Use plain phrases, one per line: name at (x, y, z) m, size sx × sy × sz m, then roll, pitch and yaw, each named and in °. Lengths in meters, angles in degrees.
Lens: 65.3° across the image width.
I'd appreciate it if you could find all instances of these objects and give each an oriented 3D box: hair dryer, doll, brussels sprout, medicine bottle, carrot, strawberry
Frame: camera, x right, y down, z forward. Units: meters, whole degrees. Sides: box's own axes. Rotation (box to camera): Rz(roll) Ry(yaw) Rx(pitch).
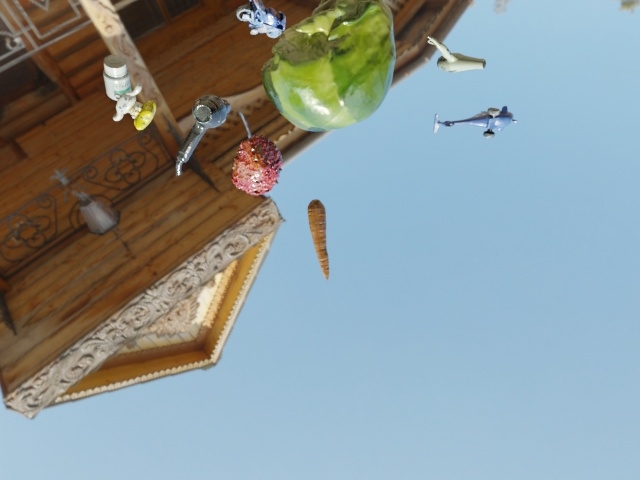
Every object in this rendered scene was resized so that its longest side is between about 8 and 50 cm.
hair dryer at (-0.360, -0.306, 1.448) m, size 0.271 × 0.091 × 0.235 m, roll -50°, pitch -170°, yaw 17°
doll at (-0.522, -0.382, 1.405) m, size 0.113 × 0.135 × 0.071 m, roll 13°, pitch -141°, yaw -14°
hair dryer at (0.437, -0.594, 1.588) m, size 0.167 × 0.199 × 0.067 m, roll 18°, pitch -92°, yaw 27°
brussels sprout at (0.033, -0.457, 1.293) m, size 0.371 × 0.315 × 0.276 m, roll -53°, pitch -149°, yaw 1°
medicine bottle at (-0.656, -0.525, 1.612) m, size 0.080 × 0.130 × 0.080 m, roll 7°, pitch -123°, yaw -11°
carrot at (0.000, 0.000, 1.302) m, size 0.048 × 0.216 × 0.048 m, roll -8°, pitch -173°, yaw 1°
strawberry at (-0.145, -0.174, 1.221) m, size 0.140 × 0.192 × 0.085 m, roll -17°, pitch -116°, yaw -41°

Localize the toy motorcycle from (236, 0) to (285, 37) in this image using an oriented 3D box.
toy motorcycle at (-0.188, -0.753, 1.698) m, size 0.114 × 0.205 × 0.076 m, roll -18°, pitch -106°, yaw 34°

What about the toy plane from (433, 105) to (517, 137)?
toy plane at (0.290, -0.223, 0.931) m, size 0.167 × 0.054 × 0.062 m, roll -10°, pitch -148°, yaw -18°
